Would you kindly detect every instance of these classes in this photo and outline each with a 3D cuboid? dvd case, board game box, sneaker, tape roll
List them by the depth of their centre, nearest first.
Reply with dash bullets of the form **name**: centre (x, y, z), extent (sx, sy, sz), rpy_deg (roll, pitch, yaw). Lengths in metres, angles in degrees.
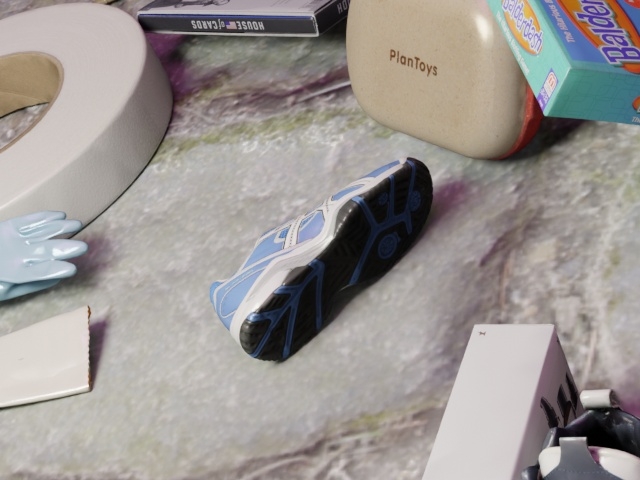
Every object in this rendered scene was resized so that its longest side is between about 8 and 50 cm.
- **sneaker**: centre (0.148, 0.181, 0.775), extent (0.094, 0.153, 0.235), rpy_deg (-3, 43, 30)
- **board game box**: centre (0.240, -0.148, 1.089), extent (0.210, 0.047, 0.160), rpy_deg (3, 43, -22)
- **sneaker**: centre (0.000, 0.000, 1.148), extent (0.211, 0.080, 0.081), rpy_deg (-39, 41, -17)
- **tape roll**: centre (-0.339, -0.101, 1.489), extent (0.392, 0.072, 0.392), rpy_deg (-16, 38, 13)
- **dvd case**: centre (-0.046, -0.259, 1.503), extent (0.239, 0.029, 0.179), rpy_deg (9, 36, 38)

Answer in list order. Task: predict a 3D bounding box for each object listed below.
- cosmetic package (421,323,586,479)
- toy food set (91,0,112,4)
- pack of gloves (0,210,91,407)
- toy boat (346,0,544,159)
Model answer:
- **cosmetic package**: centre (0.101, 0.168, 0.866), extent (0.060, 0.099, 0.239), rpy_deg (-4, 43, 29)
- **toy food set**: centre (-0.213, -0.312, 1.712), extent (0.122, 0.019, 0.078), rpy_deg (-29, 35, 11)
- **pack of gloves**: centre (-0.298, 0.080, 1.273), extent (0.232, 0.046, 0.195), rpy_deg (-16, 56, 12)
- **toy boat**: centre (0.129, -0.164, 1.245), extent (0.151, 0.151, 0.231), rpy_deg (-13, 26, -35)
